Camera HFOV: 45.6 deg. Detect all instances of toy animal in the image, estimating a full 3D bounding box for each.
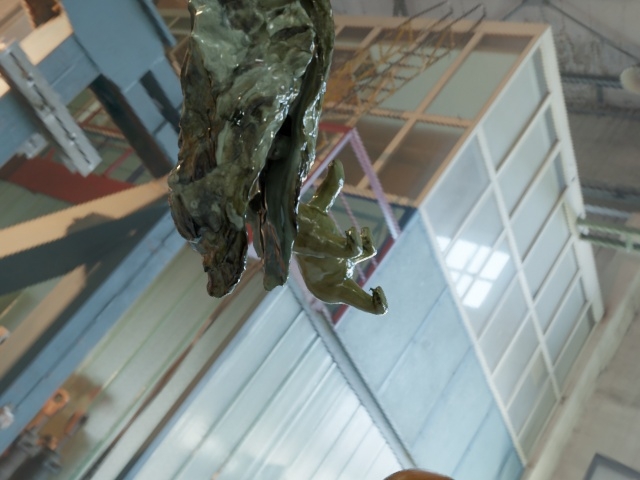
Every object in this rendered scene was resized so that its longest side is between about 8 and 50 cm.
[{"bbox_3d":[0.000,0.000,0.869,0.100,0.103,0.219,-15,-45,13],"label":"toy animal"}]

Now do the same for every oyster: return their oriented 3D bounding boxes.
[{"bbox_3d":[-0.064,-0.123,0.654,0.162,0.158,0.351,24,-58,43],"label":"oyster"}]

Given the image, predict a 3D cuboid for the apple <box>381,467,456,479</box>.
[{"bbox_3d":[0.175,0.478,1.256,0.235,0.173,0.211,176,-101,-83],"label":"apple"}]
